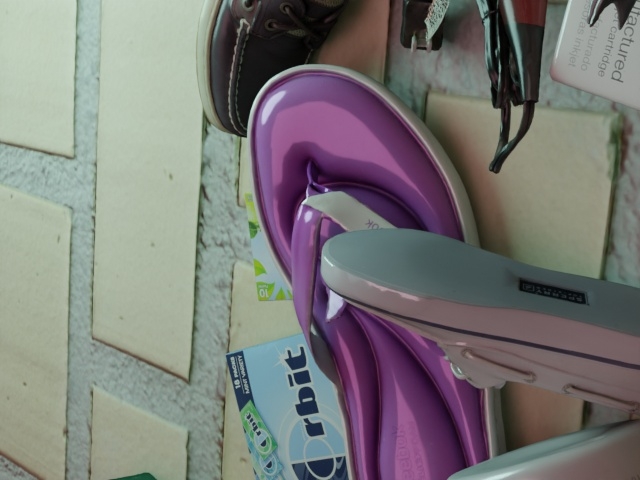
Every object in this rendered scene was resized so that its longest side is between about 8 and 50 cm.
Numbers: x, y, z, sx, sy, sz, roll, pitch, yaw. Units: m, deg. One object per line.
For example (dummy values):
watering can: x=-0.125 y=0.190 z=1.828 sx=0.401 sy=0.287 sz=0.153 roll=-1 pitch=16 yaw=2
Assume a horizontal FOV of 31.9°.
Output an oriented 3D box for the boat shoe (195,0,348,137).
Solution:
boat shoe: x=-0.022 y=-0.210 z=0.915 sx=0.092 sy=0.103 sz=0.285 roll=35 pitch=114 yaw=41

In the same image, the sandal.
sandal: x=0.049 y=0.055 z=0.853 sx=0.169 sy=0.102 sz=0.416 roll=-21 pitch=86 yaw=18

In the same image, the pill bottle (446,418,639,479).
pill bottle: x=0.193 y=0.269 z=0.743 sx=0.152 sy=0.152 sz=0.272 roll=-26 pitch=77 yaw=43

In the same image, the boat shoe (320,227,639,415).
boat shoe: x=0.120 y=0.063 z=0.765 sx=0.258 sy=0.095 sz=0.084 roll=16 pitch=119 yaw=11

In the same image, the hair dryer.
hair dryer: x=0.140 y=-0.212 z=0.734 sx=0.223 sy=0.080 sz=0.293 roll=-118 pitch=31 yaw=-50

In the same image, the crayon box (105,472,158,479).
crayon box: x=-0.141 y=0.374 z=1.075 sx=0.323 sy=0.083 sz=0.203 roll=17 pitch=109 yaw=60

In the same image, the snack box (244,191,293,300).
snack box: x=0.000 y=0.000 z=0.968 sx=0.141 sy=0.037 sz=0.100 roll=-5 pitch=94 yaw=43

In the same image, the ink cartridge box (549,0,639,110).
ink cartridge box: x=0.293 y=-0.145 z=0.605 sx=0.283 sy=0.117 sz=0.207 roll=28 pitch=115 yaw=38

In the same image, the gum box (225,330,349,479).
gum box: x=0.004 y=0.156 z=0.986 sx=0.184 sy=0.041 sz=0.157 roll=-19 pitch=84 yaw=45

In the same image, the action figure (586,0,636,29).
action figure: x=0.240 y=-0.120 z=0.514 sx=0.285 sy=0.099 sz=0.185 roll=48 pitch=133 yaw=33
